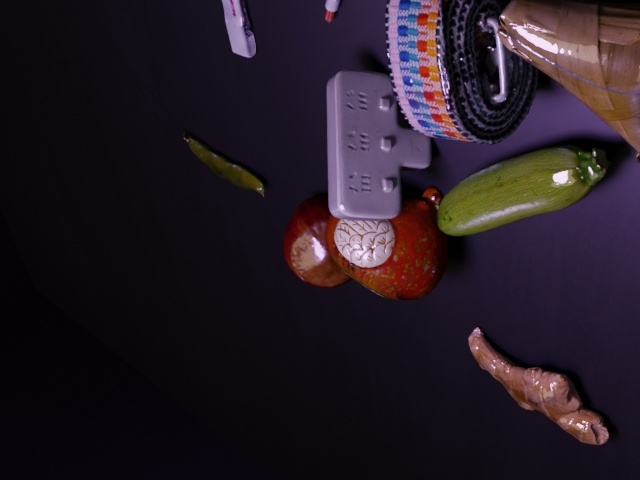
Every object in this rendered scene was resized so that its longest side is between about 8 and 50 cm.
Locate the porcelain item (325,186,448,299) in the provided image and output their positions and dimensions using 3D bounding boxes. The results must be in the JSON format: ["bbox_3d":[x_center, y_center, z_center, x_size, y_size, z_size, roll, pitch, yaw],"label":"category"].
[{"bbox_3d":[0.145,-0.015,1.895,0.253,0.253,0.253,35,148,27],"label":"porcelain item"}]

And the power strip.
[{"bbox_3d":[0.106,-0.166,1.759,0.059,0.193,0.265,-17,72,62],"label":"power strip"}]

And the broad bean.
[{"bbox_3d":[-0.231,-0.175,2.374,0.297,0.043,0.060,33,137,32],"label":"broad bean"}]

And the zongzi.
[{"bbox_3d":[0.366,-0.227,1.377,0.228,0.115,0.256,14,144,22],"label":"zongzi"}]

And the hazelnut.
[{"bbox_3d":[0.006,0.002,2.150,0.170,0.160,0.202,19,101,27],"label":"hazelnut"}]

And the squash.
[{"bbox_3d":[0.324,-0.084,1.618,0.107,0.107,0.395,55,150,-8],"label":"squash"}]

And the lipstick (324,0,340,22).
[{"bbox_3d":[0.025,-0.428,1.730,0.030,0.030,0.129,43,150,14],"label":"lipstick"}]

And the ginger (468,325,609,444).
[{"bbox_3d":[0.419,0.285,1.946,0.333,0.081,0.148,30,160,36],"label":"ginger"}]

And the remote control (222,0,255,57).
[{"bbox_3d":[-0.170,-0.449,1.987,0.065,0.029,0.166,28,143,38],"label":"remote control"}]

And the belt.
[{"bbox_3d":[0.217,-0.287,1.446,0.160,0.206,0.295,20,124,50],"label":"belt"}]
